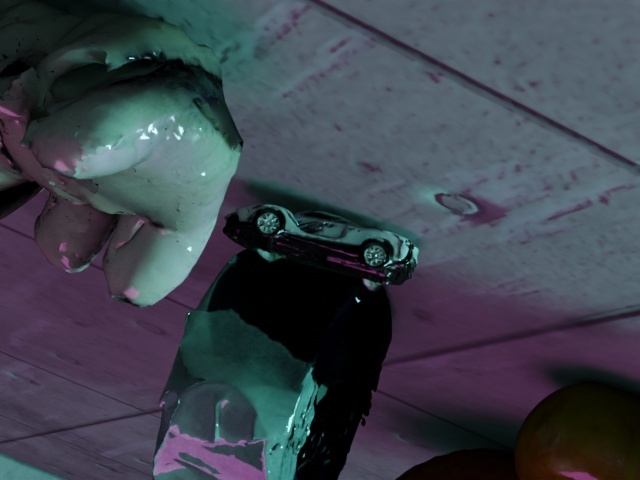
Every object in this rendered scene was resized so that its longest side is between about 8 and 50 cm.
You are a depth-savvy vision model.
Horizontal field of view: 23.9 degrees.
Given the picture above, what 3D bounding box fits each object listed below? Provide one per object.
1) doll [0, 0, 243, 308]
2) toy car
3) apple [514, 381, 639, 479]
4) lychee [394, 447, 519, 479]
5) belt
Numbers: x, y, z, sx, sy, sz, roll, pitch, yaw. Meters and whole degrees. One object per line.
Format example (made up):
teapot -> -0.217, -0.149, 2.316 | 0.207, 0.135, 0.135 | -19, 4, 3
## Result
doll -> -0.121, -0.052, 0.575 | 0.192, 0.095, 0.149 | 15, 157, 22
toy car -> 0.000, 0.000, 0.713 | 0.093, 0.025, 0.041 | 16, 162, 0
apple -> 0.150, 0.117, 0.826 | 0.089, 0.074, 0.089 | 19, 161, 7
lychee -> 0.113, 0.258, 1.038 | 0.300, 0.255, 0.255 | 16, 166, -25
belt -> -0.025, 0.083, 0.774 | 0.078, 0.151, 0.198 | 17, 176, 13
